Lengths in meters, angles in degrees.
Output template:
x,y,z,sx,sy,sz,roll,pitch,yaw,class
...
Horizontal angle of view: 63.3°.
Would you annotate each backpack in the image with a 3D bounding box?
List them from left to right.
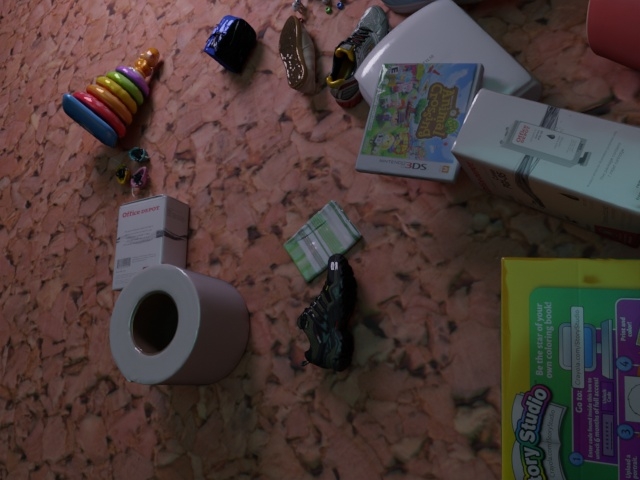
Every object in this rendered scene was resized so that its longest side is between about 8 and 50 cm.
x,y,z,sx,sy,sz,roll,pitch,yaw,class
-0.231,-0.505,1.308,0.101,0.098,0.120,34,94,35,backpack

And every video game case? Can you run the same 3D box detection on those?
x,y,z,sx,sy,sz,roll,pitch,yaw,class
0.173,-0.215,0.929,0.193,0.023,0.212,12,85,32,video game case

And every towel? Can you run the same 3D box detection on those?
x,y,z,sx,sy,sz,roll,pitch,yaw,class
0.000,0.000,1.084,0.152,0.023,0.113,-41,60,12,towel

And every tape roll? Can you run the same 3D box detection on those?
x,y,z,sx,sy,sz,roll,pitch,yaw,class
-0.298,0.184,1.106,0.246,0.169,0.246,-8,73,26,tape roll

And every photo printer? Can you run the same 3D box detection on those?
x,y,z,sx,sy,sz,roll,pitch,yaw,class
0.224,-0.306,1.002,0.256,0.107,0.307,-38,62,14,photo printer

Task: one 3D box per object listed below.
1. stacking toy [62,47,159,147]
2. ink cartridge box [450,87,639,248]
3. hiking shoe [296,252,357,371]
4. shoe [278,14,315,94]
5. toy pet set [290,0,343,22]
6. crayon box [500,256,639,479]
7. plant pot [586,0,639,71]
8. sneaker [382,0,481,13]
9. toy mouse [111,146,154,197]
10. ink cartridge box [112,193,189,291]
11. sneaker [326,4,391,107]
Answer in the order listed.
x,y,z,sx,sy,sz,roll,pitch,yaw,class
-0.545,-0.419,1.437,0.301,0.166,0.175,-54,16,-14,stacking toy
0.373,-0.112,0.809,0.283,0.207,0.117,27,91,32,ink cartridge box
0.004,0.135,1.006,0.114,0.086,0.226,-2,76,24,hiking shoe
-0.051,-0.435,1.222,0.077,0.058,0.219,-30,58,40,shoe
-0.017,-0.600,1.240,0.122,0.065,0.114,-11,71,25,toy pet set
0.412,0.206,0.709,0.313,0.106,0.362,0,86,22,crayon box
0.559,-0.355,0.761,0.243,0.275,0.275,33,93,42,plant pot
0.236,-0.537,0.997,0.366,0.150,0.135,-1,85,43,sneaker
-0.488,-0.195,1.396,0.143,0.031,0.161,-31,64,18,toy mouse
-0.411,0.013,1.261,0.159,0.092,0.217,-9,74,26,ink cartridge box
0.083,-0.404,1.114,0.088,0.093,0.225,19,84,31,sneaker
